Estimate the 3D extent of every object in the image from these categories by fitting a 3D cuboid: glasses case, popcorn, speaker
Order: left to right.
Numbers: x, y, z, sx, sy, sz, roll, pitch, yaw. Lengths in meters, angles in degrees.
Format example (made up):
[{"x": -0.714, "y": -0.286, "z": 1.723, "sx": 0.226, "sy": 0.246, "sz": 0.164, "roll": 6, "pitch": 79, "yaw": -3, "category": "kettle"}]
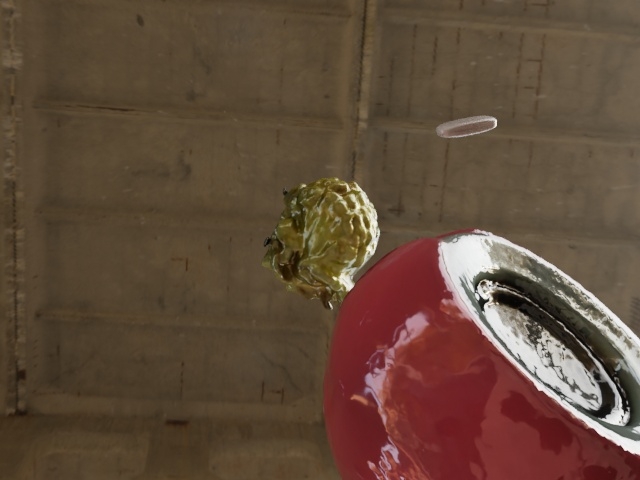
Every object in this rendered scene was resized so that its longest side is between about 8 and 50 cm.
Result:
[{"x": 0.000, "y": 0.001, "z": 1.076, "sx": 0.170, "sy": 0.218, "sz": 0.189, "roll": 27, "pitch": -110, "yaw": -13, "category": "popcorn"}, {"x": 0.195, "y": -0.152, "z": 0.893, "sx": 0.083, "sy": 0.032, "sz": 0.021, "roll": -14, "pitch": -65, "yaw": -15, "category": "glasses case"}, {"x": 0.138, "y": 0.129, "z": 0.531, "sx": 0.295, "sy": 0.294, "sz": 0.294, "roll": -2, "pitch": -79, "yaw": -8, "category": "speaker"}]
